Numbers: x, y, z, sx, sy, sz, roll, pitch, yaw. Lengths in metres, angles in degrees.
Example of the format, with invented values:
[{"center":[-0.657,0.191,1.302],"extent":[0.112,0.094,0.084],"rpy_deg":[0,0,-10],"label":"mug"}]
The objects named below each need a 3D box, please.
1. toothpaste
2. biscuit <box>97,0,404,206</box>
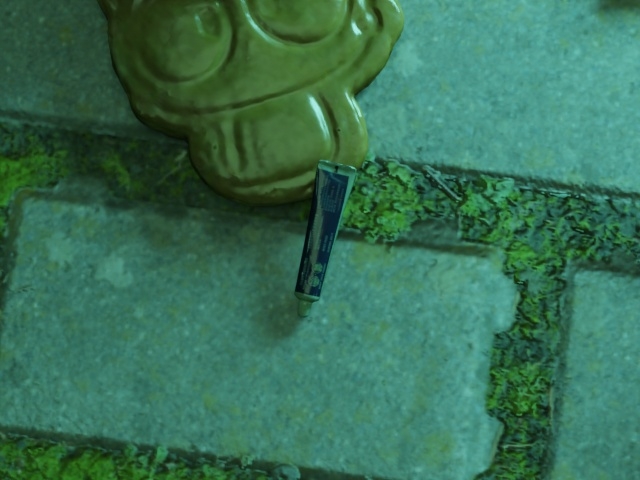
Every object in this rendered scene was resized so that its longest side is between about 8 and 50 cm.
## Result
[{"center":[0.000,0.000,1.693],"extent":[0.037,0.021,0.140],"rpy_deg":[13,91,-15],"label":"toothpaste"},{"center":[-0.065,-0.212,1.747],"extent":[0.269,0.051,0.376],"rpy_deg":[-17,76,-3],"label":"biscuit"}]
